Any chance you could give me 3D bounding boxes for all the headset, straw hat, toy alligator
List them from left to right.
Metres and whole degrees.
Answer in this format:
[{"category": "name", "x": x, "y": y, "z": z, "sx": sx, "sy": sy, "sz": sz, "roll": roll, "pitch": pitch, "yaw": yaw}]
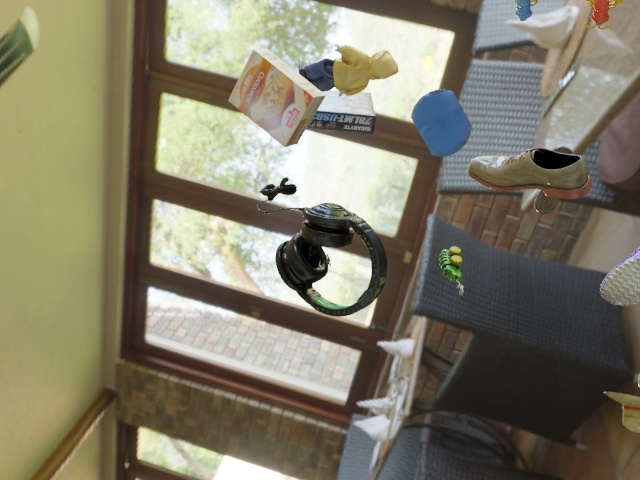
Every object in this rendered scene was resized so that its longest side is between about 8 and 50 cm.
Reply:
[{"category": "headset", "x": 0.000, "y": 0.000, "z": 1.421, "sx": 0.243, "sy": 0.394, "sz": 0.185, "roll": -54, "pitch": -19, "yaw": 27}, {"category": "toy alligator", "x": 0.325, "y": 0.070, "z": 1.473, "sx": 0.190, "sy": 0.051, "sz": 0.056, "roll": -78, "pitch": -5, "yaw": -55}, {"category": "straw hat", "x": 0.613, "y": 0.336, "z": 1.120, "sx": 0.144, "sy": 0.144, "sz": 0.061, "roll": 80, "pitch": -156, "yaw": -77}]

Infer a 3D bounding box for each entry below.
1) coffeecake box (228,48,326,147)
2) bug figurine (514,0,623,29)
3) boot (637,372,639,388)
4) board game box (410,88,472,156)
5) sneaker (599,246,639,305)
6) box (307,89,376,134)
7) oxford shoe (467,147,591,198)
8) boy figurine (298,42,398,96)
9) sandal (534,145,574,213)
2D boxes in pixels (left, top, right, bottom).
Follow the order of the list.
[{"category": "coffeecake box", "x": -0.103, "y": -0.331, "z": 1.370, "sx": 0.142, "sy": 0.185, "sz": 0.068, "roll": -56, "pitch": -12, "yaw": 30}, {"category": "bug figurine", "x": 0.595, "y": -0.607, "z": 1.459, "sx": 0.216, "sy": 0.279, "sz": 0.072, "roll": 36, "pitch": -108, "yaw": -59}, {"category": "boot", "x": 0.576, "y": 0.241, "z": 0.817, "sx": 0.165, "sy": 0.213, "sz": 0.077, "roll": -55, "pitch": -17, "yaw": -78}, {"category": "board game box", "x": 0.306, "y": -0.300, "z": 1.507, "sx": 0.133, "sy": 0.169, "sz": 0.033, "roll": -34, "pitch": 11, "yaw": -8}, {"category": "sneaker", "x": 0.818, "y": 0.059, "z": 1.454, "sx": 0.293, "sy": 0.102, "sz": 0.146, "roll": -40, "pitch": -12, "yaw": 7}, {"category": "box", "x": 0.031, "y": -0.439, "z": 1.966, "sx": 0.293, "sy": 0.295, "sz": 0.073, "roll": -89, "pitch": 3, "yaw": -61}, {"category": "oxford shoe", "x": 0.572, "y": -0.214, "z": 1.643, "sx": 0.123, "sy": 0.348, "sz": 0.130, "roll": -56, "pitch": -42, "yaw": -28}, {"category": "boy figurine", "x": 0.079, "y": -0.496, "z": 1.696, "sx": 0.177, "sy": 0.285, "sz": 0.092, "roll": 71, "pitch": -168, "yaw": -51}, {"category": "sandal", "x": 0.728, "y": -0.182, "z": 1.823, "sx": 0.060, "sy": 0.090, "sz": 0.219, "roll": -68, "pitch": -3, "yaw": -73}]
